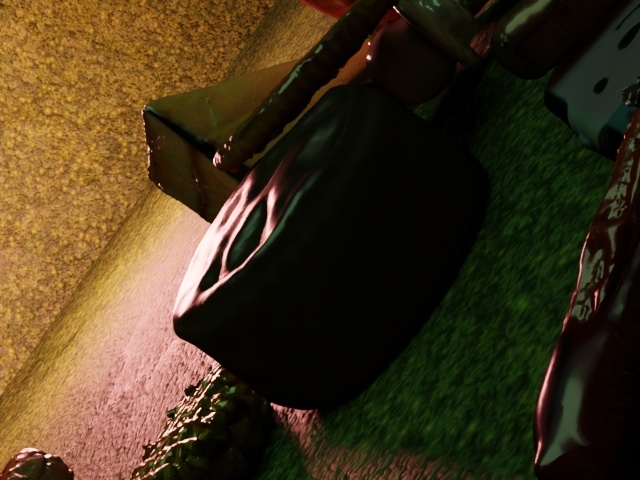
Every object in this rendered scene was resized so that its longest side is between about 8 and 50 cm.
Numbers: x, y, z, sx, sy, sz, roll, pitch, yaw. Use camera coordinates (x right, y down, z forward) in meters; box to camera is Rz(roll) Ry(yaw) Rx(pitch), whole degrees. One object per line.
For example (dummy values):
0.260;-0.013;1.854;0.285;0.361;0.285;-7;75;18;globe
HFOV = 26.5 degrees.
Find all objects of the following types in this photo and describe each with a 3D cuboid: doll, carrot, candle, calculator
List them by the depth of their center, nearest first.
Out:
0.169;0.003;0.725;0.084;0.059;0.301;138;155;-68;candle
0.235;-0.126;0.903;0.173;0.051;0.293;-50;13;8;calculator
0.191;-0.180;0.979;0.161;0.055;0.055;-41;17;21;carrot
0.063;-0.147;1.412;0.293;0.119;0.138;-51;-32;16;doll

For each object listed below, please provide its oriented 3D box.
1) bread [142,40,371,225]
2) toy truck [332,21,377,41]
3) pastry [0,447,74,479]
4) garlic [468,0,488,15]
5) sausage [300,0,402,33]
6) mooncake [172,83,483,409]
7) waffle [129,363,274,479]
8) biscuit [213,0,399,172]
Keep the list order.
-0.060;-0.142;1.556;0.264;0.163;0.167;-49;-18;-27;bread
0.058;-0.246;1.744;0.100;0.077;0.169;-52;18;16;toy truck
-0.384;0.353;1.703;0.182;0.093;0.192;-60;11;-23;pastry
0.216;-0.372;1.460;0.318;0.112;0.143;-53;-6;-8;garlic
0.051;-0.272;1.450;0.093;0.093;0.312;-48;-25;20;sausage
0.000;0.000;1.167;0.284;0.155;0.284;-47;14;16;mooncake
-0.117;0.200;1.244;0.193;0.070;0.197;-52;10;6;waffle
-0.009;-0.157;1.291;0.254;0.035;0.254;-46;6;6;biscuit
